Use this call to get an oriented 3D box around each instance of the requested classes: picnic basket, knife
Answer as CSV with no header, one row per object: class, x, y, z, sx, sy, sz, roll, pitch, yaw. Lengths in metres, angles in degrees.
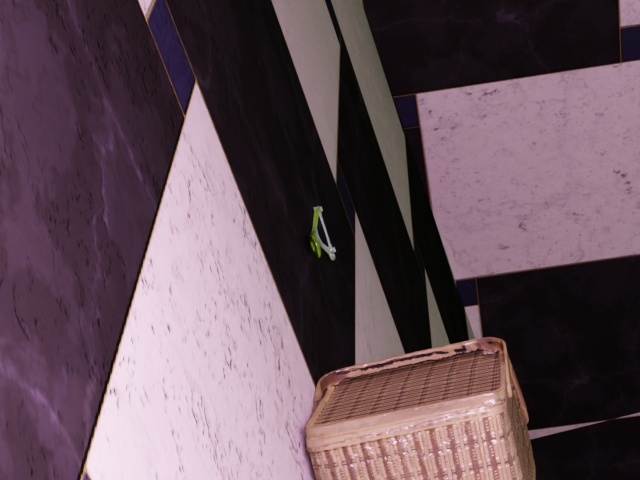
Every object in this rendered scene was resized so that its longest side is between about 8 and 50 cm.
picnic basket,0.117,0.224,1.538,0.313,0.228,0.175,-36,112,-79
knife,-0.002,0.001,1.804,0.166,0.022,0.078,-59,126,-79
